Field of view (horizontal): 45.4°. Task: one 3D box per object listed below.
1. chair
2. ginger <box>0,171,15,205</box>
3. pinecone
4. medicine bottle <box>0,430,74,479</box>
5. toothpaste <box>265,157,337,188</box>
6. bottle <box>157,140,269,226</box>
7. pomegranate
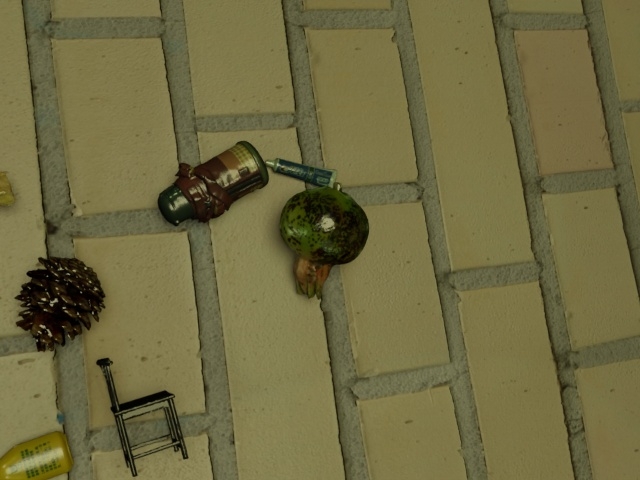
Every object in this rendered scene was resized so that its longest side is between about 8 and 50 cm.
[{"bbox_3d":[-0.405,0.378,1.728,0.141,0.154,0.260,-14,88,-21],"label":"chair"},{"bbox_3d":[-0.897,-0.142,1.680,0.348,0.122,0.363,-27,84,-23],"label":"ginger"},{"bbox_3d":[-0.585,0.138,1.698,0.204,0.179,0.184,-42,73,-3],"label":"pinecone"},{"bbox_3d":[-0.675,0.499,1.657,0.260,0.064,0.095,-17,84,-21],"label":"medicine bottle"},{"bbox_3d":[-0.051,-0.181,2.003,0.197,0.035,0.057,14,92,-17],"label":"toothpaste"},{"bbox_3d":[-0.269,-0.137,1.864,0.271,0.143,0.156,-31,91,-19],"label":"bottle"},{"bbox_3d":[0.002,-0.003,1.927,0.222,0.276,0.204,17,35,5],"label":"pomegranate"}]
